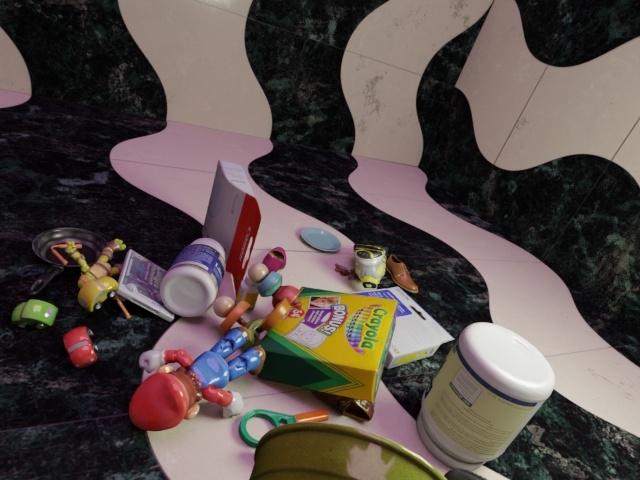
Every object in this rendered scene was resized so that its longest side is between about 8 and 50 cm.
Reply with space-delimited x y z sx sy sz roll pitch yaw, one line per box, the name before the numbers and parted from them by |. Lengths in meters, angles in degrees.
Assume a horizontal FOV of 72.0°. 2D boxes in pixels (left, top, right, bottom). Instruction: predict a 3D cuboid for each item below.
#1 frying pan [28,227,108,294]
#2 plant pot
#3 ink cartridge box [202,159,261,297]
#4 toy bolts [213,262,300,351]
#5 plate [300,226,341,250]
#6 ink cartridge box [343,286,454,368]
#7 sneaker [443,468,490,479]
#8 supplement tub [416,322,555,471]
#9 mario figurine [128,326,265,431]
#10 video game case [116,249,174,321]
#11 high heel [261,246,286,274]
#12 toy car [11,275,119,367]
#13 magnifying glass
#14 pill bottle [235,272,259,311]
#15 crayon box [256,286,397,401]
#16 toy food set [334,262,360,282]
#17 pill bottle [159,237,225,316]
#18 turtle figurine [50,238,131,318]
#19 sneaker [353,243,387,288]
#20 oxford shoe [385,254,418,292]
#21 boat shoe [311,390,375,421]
frying pan | -0.709 0.062 1.258 0.197 0.053 0.326 3 33 -32
plant pot | 0.007 0.530 0.633 0.366 0.367 0.353 23 39 3
ink cartridge box | -0.307 -0.047 1.463 0.091 0.308 0.385 8 30 -25
toy bolts | -0.170 0.155 1.224 0.158 0.218 0.228 44 46 -2
plate | 0.000 0.000 1.910 0.188 0.024 0.188 17 28 -9
ink cartridge box | 0.252 0.285 1.521 0.307 0.072 0.303 1 32 -39
sneaker | 0.368 0.629 0.901 0.146 0.123 0.330 -6 37 -45
supplement tub | 0.403 0.400 1.124 0.235 0.325 0.235 17 27 -9
mario figurine | -0.289 0.323 1.011 0.197 0.170 0.320 16 23 34
video game case | -0.485 0.125 1.252 0.173 0.022 0.190 39 16 -30
high heel | -0.162 0.053 1.592 0.082 0.117 0.244 23 27 5
toy car | -0.622 0.176 1.047 0.224 0.053 0.239 4 54 -4
magnifying glass | -0.083 0.436 1.050 0.230 0.026 0.092 1 33 -31
pill bottle | -0.220 0.157 1.357 0.065 0.117 0.065 17 27 -9
crayon box | 0.036 0.268 1.241 0.312 0.106 0.363 5 22 16
toy food set | 0.109 0.126 1.758 0.122 0.019 0.078 25 27 7
pill bottle | -0.367 0.098 1.313 0.153 0.153 0.265 17 21 -9
turtle figurine | -0.601 0.095 1.230 0.269 0.087 0.217 44 21 -9
sneaker | 0.194 0.094 1.771 0.145 0.147 0.384 3 5 13
oxford shoe | 0.339 0.138 1.843 0.076 0.076 0.212 1 35 -37
boat shoe | 0.058 0.415 1.141 0.177 0.064 0.060 22 25 -3
